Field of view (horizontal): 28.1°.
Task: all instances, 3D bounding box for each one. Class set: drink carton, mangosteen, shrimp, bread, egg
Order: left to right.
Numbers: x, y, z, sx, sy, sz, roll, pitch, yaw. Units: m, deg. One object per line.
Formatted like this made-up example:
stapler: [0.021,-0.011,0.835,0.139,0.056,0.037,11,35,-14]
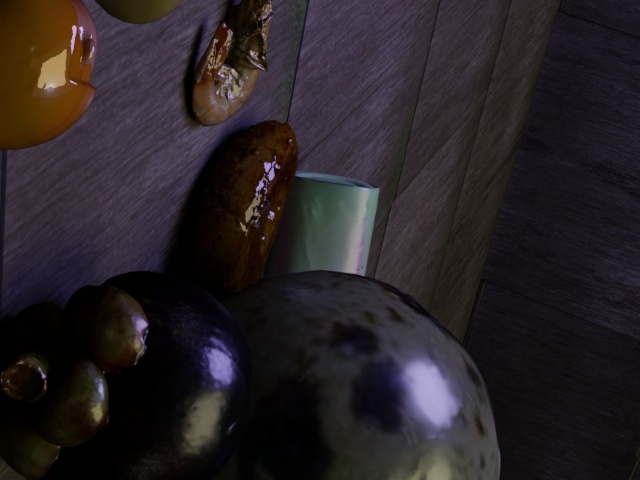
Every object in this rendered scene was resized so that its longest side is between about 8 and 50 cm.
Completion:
mangosteen: [-0.159,0.112,0.955,0.230,0.194,0.194,19,92,-45]
shrimp: [-0.079,-0.170,1.099,0.095,0.045,0.163,-19,137,-44]
bread: [-0.075,-0.027,1.247,0.193,0.063,0.193,20,90,-81]
egg: [-0.013,0.234,1.200,0.345,0.345,0.428,-41,153,-60]
drink carton: [0.000,0.000,1.393,0.144,0.146,0.142,-135,-127,-81]

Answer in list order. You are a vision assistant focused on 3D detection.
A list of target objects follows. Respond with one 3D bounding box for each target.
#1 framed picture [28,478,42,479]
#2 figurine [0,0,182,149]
framed picture: [-0.197,0.199,1.208,0.213,0.016,0.289,-56,161,-37]
figurine: [-0.155,-0.151,0.687,0.324,0.124,0.222,1,109,-78]
